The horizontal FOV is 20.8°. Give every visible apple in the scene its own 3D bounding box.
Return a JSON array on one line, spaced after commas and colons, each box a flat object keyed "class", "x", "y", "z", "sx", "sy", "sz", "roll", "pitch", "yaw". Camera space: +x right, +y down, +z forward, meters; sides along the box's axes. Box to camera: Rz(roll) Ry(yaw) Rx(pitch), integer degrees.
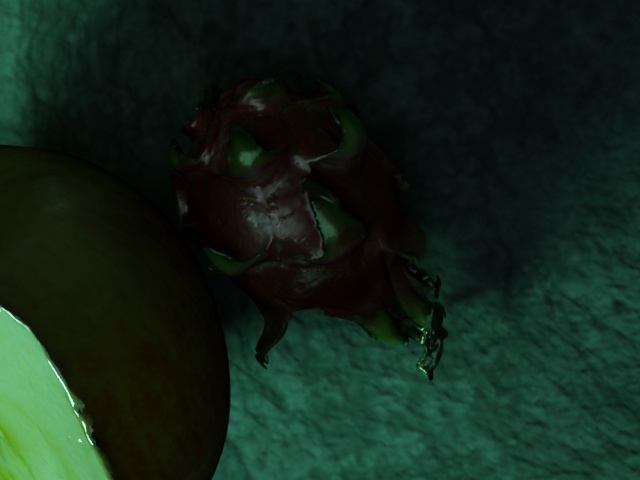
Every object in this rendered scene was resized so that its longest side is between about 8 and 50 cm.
[{"class": "apple", "x": -0.157, "y": 0.059, "z": 1.071, "sx": 0.293, "sy": 0.163, "sz": 0.251, "roll": 15, "pitch": 136, "yaw": 47}]

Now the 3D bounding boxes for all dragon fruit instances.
[{"class": "dragon fruit", "x": -0.003, "y": 0.002, "z": 1.072, "sx": 0.137, "sy": 0.135, "sz": 0.236, "roll": -24, "pitch": 118, "yaw": 9}]
